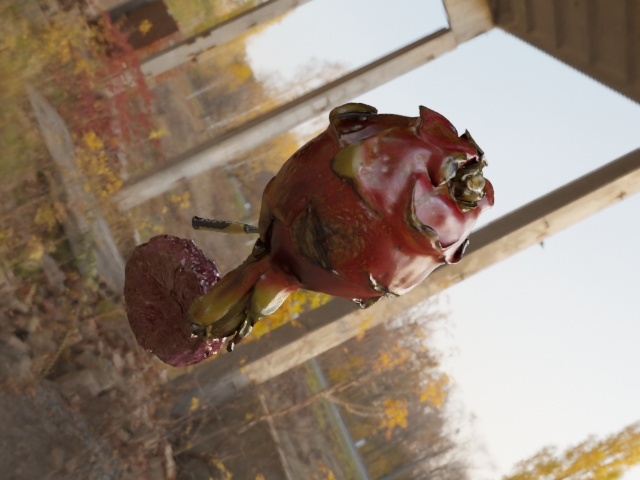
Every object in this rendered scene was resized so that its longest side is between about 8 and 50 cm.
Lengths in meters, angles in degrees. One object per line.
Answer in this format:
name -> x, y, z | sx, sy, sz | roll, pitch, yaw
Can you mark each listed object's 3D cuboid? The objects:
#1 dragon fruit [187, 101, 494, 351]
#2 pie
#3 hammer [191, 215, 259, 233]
dragon fruit -> 0.000, 0.000, 0.519 | 0.125, 0.246, 0.125 | 47, 15, -13
pie -> -0.156, 0.064, 0.798 | 0.153, 0.038, 0.154 | 10, -75, 42
hammer -> -0.124, -0.018, 1.240 | 0.078, 0.200, 0.021 | 57, 46, -51
